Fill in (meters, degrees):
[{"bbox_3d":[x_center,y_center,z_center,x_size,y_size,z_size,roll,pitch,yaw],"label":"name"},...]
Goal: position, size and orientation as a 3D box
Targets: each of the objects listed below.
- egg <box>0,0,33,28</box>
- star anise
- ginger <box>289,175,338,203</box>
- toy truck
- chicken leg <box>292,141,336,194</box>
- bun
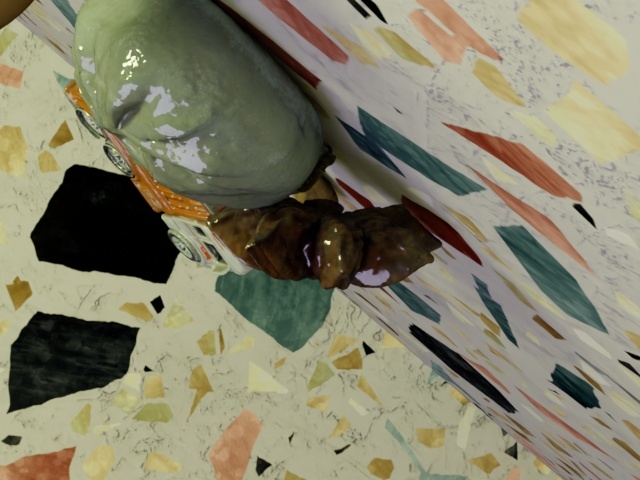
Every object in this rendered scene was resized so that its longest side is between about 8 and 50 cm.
[{"bbox_3d":[-0.386,-0.335,1.364,0.301,0.301,0.374,39,173,5],"label":"egg"},{"bbox_3d":[0.011,-0.003,1.887,0.315,0.108,0.315,2,-169,0],"label":"star anise"},{"bbox_3d":[-0.028,-0.080,2.181,0.095,0.069,0.190,38,175,35],"label":"ginger"},{"bbox_3d":[-0.191,-0.122,2.204,0.207,0.173,0.387,20,150,54],"label":"toy truck"},{"bbox_3d":[-0.040,-0.112,1.956,0.103,0.088,0.228,54,169,-4],"label":"chicken leg"},{"bbox_3d":[-0.154,-0.161,1.759,0.354,0.194,0.354,41,175,5],"label":"bun"}]
